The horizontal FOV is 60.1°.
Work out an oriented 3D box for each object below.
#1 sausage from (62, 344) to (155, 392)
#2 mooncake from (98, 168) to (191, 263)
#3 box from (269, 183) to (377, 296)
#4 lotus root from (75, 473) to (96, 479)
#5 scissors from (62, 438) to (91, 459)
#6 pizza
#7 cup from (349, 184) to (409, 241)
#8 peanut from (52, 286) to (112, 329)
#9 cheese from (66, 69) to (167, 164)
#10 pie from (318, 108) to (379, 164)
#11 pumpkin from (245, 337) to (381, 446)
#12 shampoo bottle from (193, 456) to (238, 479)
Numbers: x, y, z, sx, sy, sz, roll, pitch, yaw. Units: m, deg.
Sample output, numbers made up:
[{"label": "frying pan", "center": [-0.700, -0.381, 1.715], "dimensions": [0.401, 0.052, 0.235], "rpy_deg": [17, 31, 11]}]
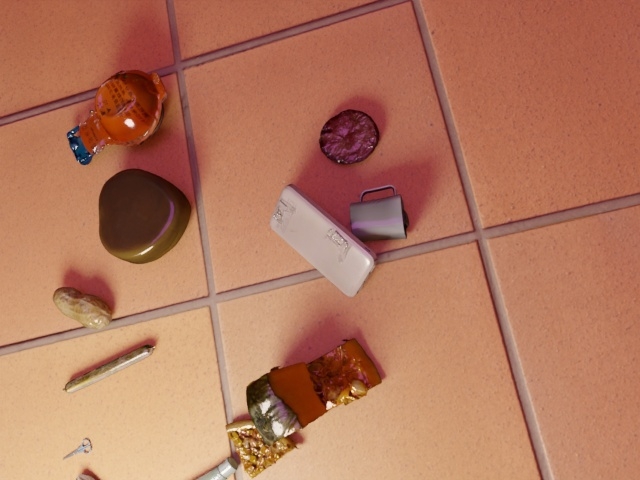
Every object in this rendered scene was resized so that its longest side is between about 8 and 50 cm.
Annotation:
[{"label": "sausage", "center": [-0.527, 0.320, 1.376], "dimensions": [0.269, 0.033, 0.033], "rpy_deg": [-26, 74, 5]}, {"label": "mooncake", "center": [-0.440, -0.065, 1.400], "dimensions": [0.234, 0.117, 0.235], "rpy_deg": [-2, 78, 9]}, {"label": "box", "center": [0.000, 0.000, 1.297], "dimensions": [0.285, 0.044, 0.142], "rpy_deg": [41, 130, 16]}, {"label": "lotus root", "center": [-0.549, 0.592, 1.321], "dimensions": [0.083, 0.030, 0.037], "rpy_deg": [35, 116, 19]}, {"label": "scissors", "center": [-0.600, 0.519, 1.360], "dimensions": [0.083, 0.006, 0.036], "rpy_deg": [-28, 72, 5]}, {"label": "pizza", "center": [-0.146, 0.474, 1.258], "dimensions": [0.178, 0.041, 0.131], "rpy_deg": [24, 85, 16]}, {"label": "cup", "center": [0.138, -0.064, 1.292], "dimensions": [0.129, 0.095, 0.128], "rpy_deg": [-7, 76, 12]}, {"label": "peanut", "center": [-0.605, 0.166, 1.404], "dimensions": [0.174, 0.080, 0.080], "rpy_deg": [22, 83, 15]}, {"label": "cheese", "center": [-0.546, -0.329, 1.479], "dimensions": [0.329, 0.129, 0.217], "rpy_deg": [-32, 76, 16]}, {"label": "pie", "center": [0.071, -0.258, 1.379], "dimensions": [0.154, 0.036, 0.154], "rpy_deg": [-3, 77, 11]}, {"label": "pumpkin", "center": [-0.023, 0.319, 1.190], "dimensions": [0.280, 0.190, 0.139], "rpy_deg": [-31, 72, 3]}, {"label": "shampoo bottle", "center": [-0.272, 0.568, 1.263], "dimensions": [0.190, 0.041, 0.069], "rpy_deg": [-41, 68, 0]}]
